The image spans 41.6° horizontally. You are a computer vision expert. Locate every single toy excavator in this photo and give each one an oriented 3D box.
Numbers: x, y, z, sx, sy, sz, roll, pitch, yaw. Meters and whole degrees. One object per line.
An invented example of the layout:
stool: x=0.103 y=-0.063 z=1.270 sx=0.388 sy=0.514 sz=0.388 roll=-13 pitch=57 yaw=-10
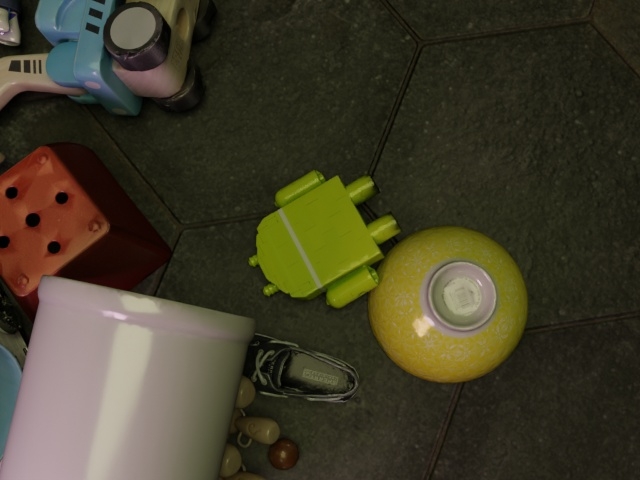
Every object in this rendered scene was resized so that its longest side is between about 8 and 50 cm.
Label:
toy excavator: x=-0.447 y=-0.321 z=1.504 sx=0.445 sy=0.222 sz=0.433 roll=4 pitch=75 yaw=14

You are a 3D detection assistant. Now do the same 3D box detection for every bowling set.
bowling set: x=-0.152 y=0.365 z=1.432 sx=0.154 sy=0.200 sz=0.287 roll=5 pitch=75 yaw=41

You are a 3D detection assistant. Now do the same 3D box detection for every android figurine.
android figurine: x=0.000 y=0.000 z=1.499 sx=0.272 sy=0.056 sz=0.248 roll=-32 pitch=72 yaw=7

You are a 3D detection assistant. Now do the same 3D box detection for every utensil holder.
utensil holder: x=-0.288 y=0.271 z=1.242 sx=0.327 sy=0.327 sz=0.386 roll=11 pitch=83 yaw=0

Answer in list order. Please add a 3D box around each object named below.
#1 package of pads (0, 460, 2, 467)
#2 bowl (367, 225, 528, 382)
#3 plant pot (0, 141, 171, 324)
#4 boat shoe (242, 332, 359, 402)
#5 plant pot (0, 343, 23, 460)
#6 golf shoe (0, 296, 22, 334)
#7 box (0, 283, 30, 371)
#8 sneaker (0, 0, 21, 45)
package of pads: x=-0.551 y=0.393 z=1.417 sx=0.296 sy=0.101 sz=0.229 roll=16 pitch=80 yaw=2
bowl: x=0.231 y=0.104 z=1.458 sx=0.289 sy=0.156 sz=0.290 roll=0 pitch=81 yaw=-1
plant pot: x=-0.448 y=-0.012 z=1.420 sx=0.267 sy=0.236 sz=0.267 roll=-39 pitch=84 yaw=-7
boat shoe: x=-0.080 y=0.221 z=1.457 sx=0.301 sy=0.102 sz=0.108 roll=15 pitch=80 yaw=1
plant pot: x=-0.636 y=0.232 z=1.260 sx=0.235 sy=0.293 sz=0.293 roll=23 pitch=79 yaw=30
golf shoe: x=-0.605 y=0.120 z=1.444 sx=0.198 sy=0.077 sz=0.094 roll=31 pitch=92 yaw=11
box: x=-0.594 y=0.154 z=1.488 sx=0.114 sy=0.036 sz=0.207 roll=-29 pitch=82 yaw=-6
sneaker: x=-0.568 y=-0.481 z=1.561 sx=0.322 sy=0.130 sz=0.236 roll=-25 pitch=92 yaw=-10
